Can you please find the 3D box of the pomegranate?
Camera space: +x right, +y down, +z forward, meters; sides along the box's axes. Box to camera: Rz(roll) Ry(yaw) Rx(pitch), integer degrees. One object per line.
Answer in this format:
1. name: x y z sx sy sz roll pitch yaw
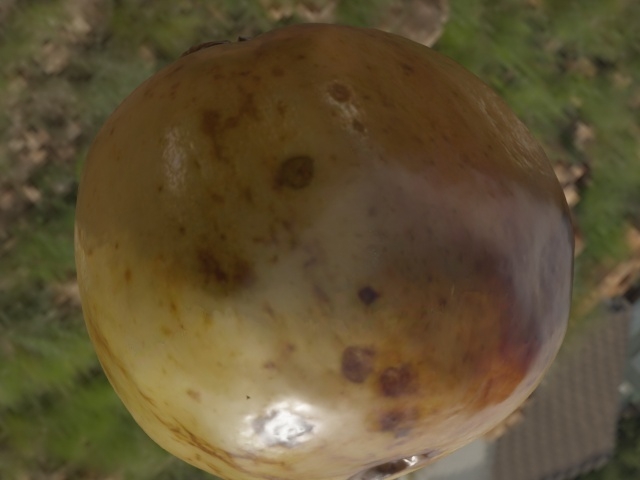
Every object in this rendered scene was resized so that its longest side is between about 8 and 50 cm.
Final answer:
1. pomegranate: 0.000 0.000 0.730 0.215 0.215 0.215 -34 154 -19
